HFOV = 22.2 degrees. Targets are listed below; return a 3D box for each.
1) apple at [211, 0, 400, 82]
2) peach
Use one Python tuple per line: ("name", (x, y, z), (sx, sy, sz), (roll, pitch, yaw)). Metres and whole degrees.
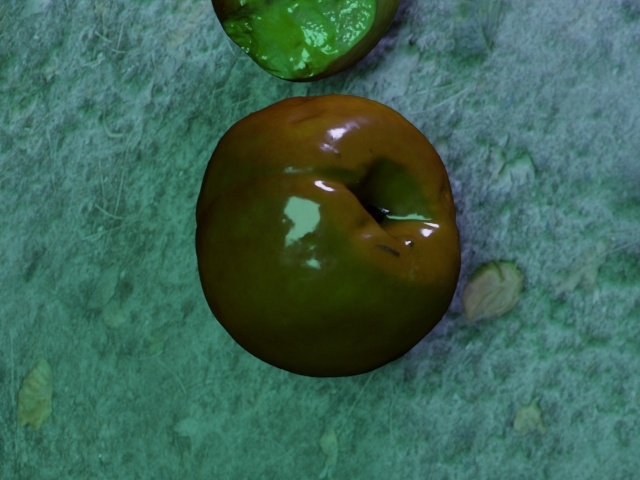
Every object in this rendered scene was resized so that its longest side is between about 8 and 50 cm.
("apple", (-0.013, -0.335, 2.041), (0.226, 0.246, 0.246), (-49, 65, 30))
("peach", (0.000, 0.000, 1.951), (0.302, 0.343, 0.342), (-23, 71, 45))
